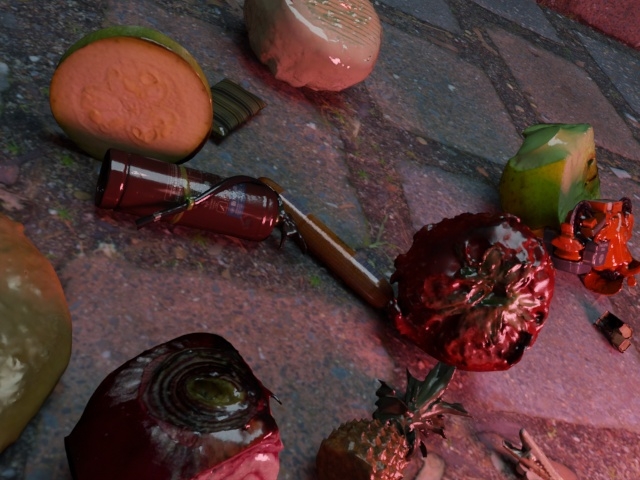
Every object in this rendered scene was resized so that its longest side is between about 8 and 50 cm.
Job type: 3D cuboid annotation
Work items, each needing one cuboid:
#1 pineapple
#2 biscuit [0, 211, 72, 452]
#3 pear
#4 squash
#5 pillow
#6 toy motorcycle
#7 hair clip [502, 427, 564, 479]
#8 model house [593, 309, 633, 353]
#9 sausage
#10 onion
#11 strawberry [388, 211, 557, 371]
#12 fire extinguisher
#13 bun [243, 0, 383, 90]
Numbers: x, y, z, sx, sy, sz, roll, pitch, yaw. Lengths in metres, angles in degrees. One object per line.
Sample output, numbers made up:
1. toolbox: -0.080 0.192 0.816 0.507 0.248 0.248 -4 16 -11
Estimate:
1. pineapple: 0.112 0.268 0.997 0.130 0.119 0.277 28 30 25
2. biscuit: -0.483 0.084 0.762 0.429 0.104 0.446 38 37 7
3. pear: 0.519 -0.111 1.672 0.176 0.286 0.282 8 43 39
4. squash: -0.288 -0.216 1.128 0.252 0.252 0.049 19 41 -19
5. pillow: -0.193 -0.266 1.436 0.113 0.038 0.203 33 35 4
6. toy motorcycle: 0.599 0.017 1.563 0.326 0.221 0.148 -6 14 -45
7. hair clip: 0.366 0.382 1.114 0.214 0.056 0.062 45 21 1
8. model house: 0.631 0.197 1.526 0.058 0.057 0.083 37 6 -42
9. sausage: 0.000 0.000 1.265 0.348 0.053 0.053 41 37 10
10. onion: -0.168 0.214 0.776 0.206 0.216 0.207 -16 47 -27
11. strawberry: 0.243 0.084 1.194 0.274 0.274 0.220 34 5 0
12. fire extinguisher: -0.179 -0.052 1.153 0.341 0.105 0.141 13 56 -25
13. bun: -0.030 -0.496 1.686 0.360 0.211 0.359 20 48 -25
